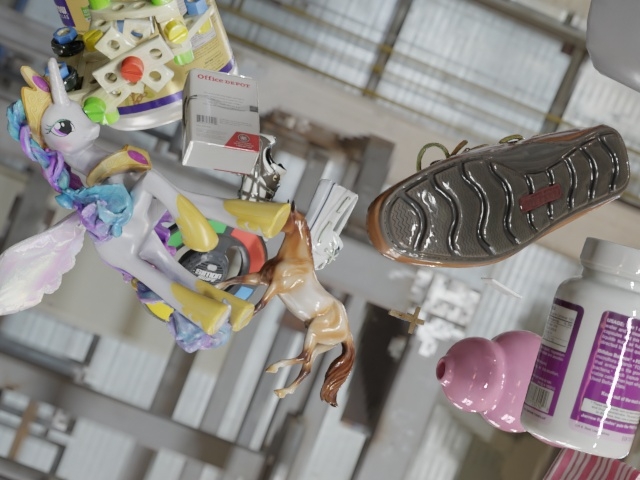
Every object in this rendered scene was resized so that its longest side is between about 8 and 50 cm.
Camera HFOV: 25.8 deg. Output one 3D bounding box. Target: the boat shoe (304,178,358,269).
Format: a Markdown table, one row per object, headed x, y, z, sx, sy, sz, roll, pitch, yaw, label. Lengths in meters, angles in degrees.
| x | y | z | sx | sy | sz | roll | pitch | yaw | label |
| --- | --- | --- | --- | --- | --- | --- | --- | --- | --- |
| 0.000 | 0.000 | 2.262 | 0.083 | 0.076 | 0.226 | 92 | 17 | -65 | boat shoe |

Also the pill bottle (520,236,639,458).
| x | y | z | sx | sy | sz | roll | pitch | yaw | label |
| --- | --- | --- | --- | --- | --- | --- | --- | --- | --- |
| 0.411 | 0.154 | 2.051 | 0.169 | 0.169 | 0.301 | -147 | -107 | -83 | pill bottle |

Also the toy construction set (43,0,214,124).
| x | y | z | sx | sy | sz | roll | pitch | yaw | label |
| --- | --- | --- | --- | --- | --- | --- | --- | --- | --- |
| -0.261 | -0.252 | 1.887 | 0.327 | 0.215 | 0.151 | -87 | 165 | -67 | toy construction set |

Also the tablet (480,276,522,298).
| x | y | z | sx | sy | sz | roll | pitch | yaw | label |
| --- | --- | --- | --- | --- | --- | --- | --- | --- | --- |
| 0.266 | 0.070 | 2.058 | 0.006 | 0.054 | 0.083 | -59 | -176 | -2 | tablet |

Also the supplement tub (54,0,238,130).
| x | y | z | sx | sy | sz | roll | pitch | yaw | label |
| --- | --- | --- | --- | --- | --- | --- | --- | --- | --- |
| -0.289 | -0.367 | 2.211 | 0.241 | 0.241 | 0.331 | -82 | 155 | -64 | supplement tub |

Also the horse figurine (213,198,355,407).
| x | y | z | sx | sy | sz | roll | pitch | yaw | label |
| --- | --- | --- | --- | --- | --- | --- | --- | --- | --- |
| -0.033 | 0.099 | 1.905 | 0.174 | 0.263 | 0.066 | -38 | -176 | -17 | horse figurine |

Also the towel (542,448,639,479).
| x | y | z | sx | sy | sz | roll | pitch | yaw | label |
| --- | --- | --- | --- | --- | --- | --- | --- | --- | --- |
| 0.480 | 0.445 | 2.530 | 0.144 | 0.029 | 0.197 | -56 | -144 | -8 | towel |

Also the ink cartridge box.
| x | y | z | sx | sy | sz | roll | pitch | yaw | label |
| --- | --- | --- | --- | --- | --- | --- | --- | --- | --- |
| -0.139 | -0.165 | 1.932 | 0.056 | 0.099 | 0.135 | 118 | -25 | -49 | ink cartridge box |

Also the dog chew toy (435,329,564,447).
| x | y | z | sx | sy | sz | roll | pitch | yaw | label |
| --- | --- | --- | --- | --- | --- | --- | --- | --- | --- |
| 0.356 | 0.246 | 2.415 | 0.206 | 0.332 | 0.206 | -170 | -90 | -71 | dog chew toy |

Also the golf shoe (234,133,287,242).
| x | y | z | sx | sy | sz | roll | pitch | yaw | label |
| --- | --- | --- | --- | --- | --- | --- | --- | --- | --- |
| -0.100 | -0.089 | 2.409 | 0.077 | 0.094 | 0.198 | -74 | 155 | -76 | golf shoe |

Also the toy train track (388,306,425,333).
| x | y | z | sx | sy | sz | roll | pitch | yaw | label |
| --- | --- | --- | --- | --- | --- | --- | --- | --- | --- |
| 0.144 | 0.130 | 2.376 | 0.014 | 0.083 | 0.048 | 19 | -91 | 50 | toy train track |

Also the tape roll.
| x | y | z | sx | sy | sz | roll | pitch | yaw | label |
| --- | --- | --- | --- | --- | --- | --- | --- | --- | --- |
| 0.347 | -0.246 | 1.339 | 0.219 | 0.072 | 0.219 | -36 | 144 | -32 | tape roll |

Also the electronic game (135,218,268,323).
| x | y | z | sx | sy | sz | roll | pitch | yaw | label |
| --- | --- | --- | --- | --- | --- | --- | --- | --- | --- |
| -0.195 | 0.050 | 2.307 | 0.229 | 0.229 | 0.048 | -65 | -144 | 26 | electronic game |

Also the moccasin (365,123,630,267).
| x | y | z | sx | sy | sz | roll | pitch | yaw | label |
| --- | --- | --- | --- | --- | --- | --- | --- | --- | --- |
| 0.196 | -0.059 | 1.636 | 0.380 | 0.139 | 0.147 | -26 | -166 | -37 | moccasin |

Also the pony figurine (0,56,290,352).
| x | y | z | sx | sy | sz | roll | pitch | yaw | label |
| --- | --- | --- | --- | --- | --- | --- | --- | --- | --- |
| -0.243 | -0.017 | 1.716 | 0.303 | 0.363 | 0.351 | -45 | 163 | -42 | pony figurine |
